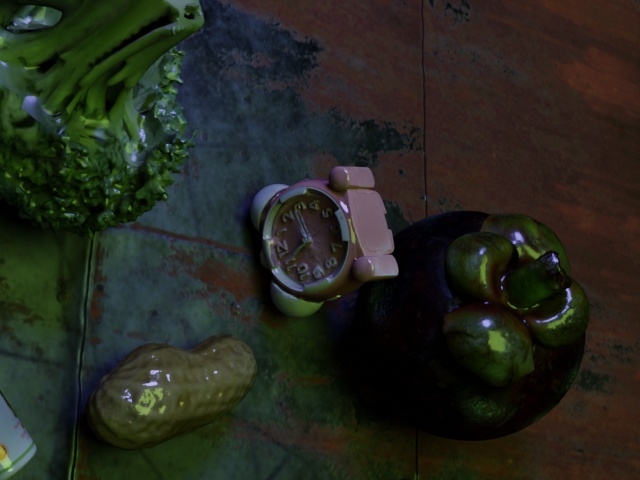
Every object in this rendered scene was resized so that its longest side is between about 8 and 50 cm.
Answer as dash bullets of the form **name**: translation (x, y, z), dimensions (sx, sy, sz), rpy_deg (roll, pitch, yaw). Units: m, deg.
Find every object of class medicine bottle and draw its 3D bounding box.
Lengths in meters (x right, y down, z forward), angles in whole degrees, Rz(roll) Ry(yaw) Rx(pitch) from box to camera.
- **medicine bottle**: translation (-0.360, 0.154, 1.357), dimensions (0.086, 0.086, 0.183), rpy_deg (-39, 105, -39)

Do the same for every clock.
- **clock**: translation (0.000, 0.000, 1.653), dimensions (0.092, 0.162, 0.166), rpy_deg (-2, 75, -60)

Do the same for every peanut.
- **peanut**: translation (-0.158, 0.160, 1.517), dimensions (0.226, 0.095, 0.108), rpy_deg (-15, 85, -42)

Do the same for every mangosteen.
- **mangosteen**: translation (0.201, 0.101, 1.706), dimensions (0.300, 0.300, 0.300), rpy_deg (12, 71, -37)

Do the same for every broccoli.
- **broccoli**: translation (-0.251, -0.200, 1.430), dimensions (0.375, 0.302, 0.249), rpy_deg (63, 11, -2)

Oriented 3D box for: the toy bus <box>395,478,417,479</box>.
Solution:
- **toy bus**: translation (0.119, 0.383, 1.716), dimensions (0.072, 0.057, 0.172), rpy_deg (-21, 91, -35)
